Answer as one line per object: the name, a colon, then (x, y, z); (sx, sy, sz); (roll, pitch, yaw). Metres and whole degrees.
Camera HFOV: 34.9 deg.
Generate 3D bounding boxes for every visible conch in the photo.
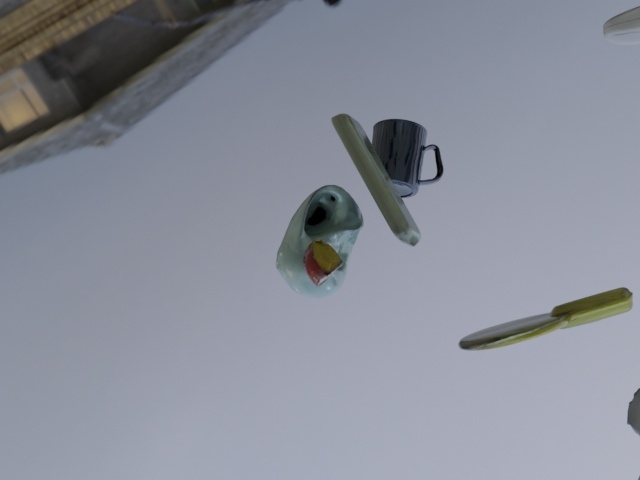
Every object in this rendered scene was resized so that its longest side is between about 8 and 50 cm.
conch: (-0.005, 0.000, 1.887); (0.121, 0.185, 0.221); (11, -125, 21)

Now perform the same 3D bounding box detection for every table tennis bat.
table tennis bat: (0.461, 0.168, 2.085); (0.369, 0.054, 0.224); (-16, 180, 1)

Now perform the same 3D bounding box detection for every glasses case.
glasses case: (0.615, -0.393, 1.797); (0.233, 0.059, 0.092); (-8, 172, 39)

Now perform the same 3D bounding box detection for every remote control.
remote control: (0.107, -0.119, 1.934); (0.038, 0.309, 0.090); (-36, 152, 17)

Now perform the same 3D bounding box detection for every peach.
peach: (0.001, 0.044, 1.691); (0.050, 0.077, 0.083); (-42, -140, 22)

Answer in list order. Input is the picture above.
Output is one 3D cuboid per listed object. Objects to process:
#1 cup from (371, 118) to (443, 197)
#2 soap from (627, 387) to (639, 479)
cup: (0.174, -0.170, 2.129); (0.150, 0.113, 0.138); (-3, -110, 30)
soap: (0.704, 0.291, 1.419); (0.350, 0.435, 0.213); (117, -18, -57)
